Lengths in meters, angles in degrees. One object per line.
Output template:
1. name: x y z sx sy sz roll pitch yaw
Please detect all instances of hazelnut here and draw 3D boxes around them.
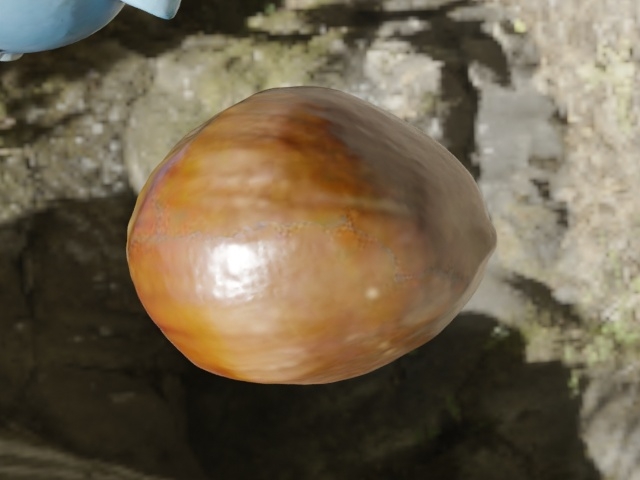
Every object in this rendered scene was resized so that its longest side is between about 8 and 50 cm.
1. hazelnut: 0.000 0.000 0.792 0.214 0.214 0.176 -123 28 -69

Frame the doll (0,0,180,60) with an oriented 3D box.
1. doll: -0.212 -0.170 0.655 0.177 0.314 0.141 -35 -35 -78
